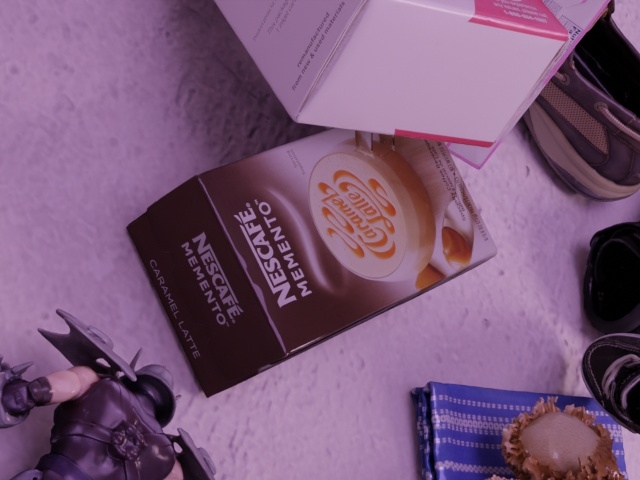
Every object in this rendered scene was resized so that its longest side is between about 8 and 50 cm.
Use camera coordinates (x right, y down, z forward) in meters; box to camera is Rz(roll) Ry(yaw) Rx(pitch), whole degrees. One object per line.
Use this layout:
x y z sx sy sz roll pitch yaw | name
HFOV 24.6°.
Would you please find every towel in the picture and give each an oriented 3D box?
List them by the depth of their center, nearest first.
0.186 0.279 1.158 0.243 0.040 0.336 10 65 -39 | towel

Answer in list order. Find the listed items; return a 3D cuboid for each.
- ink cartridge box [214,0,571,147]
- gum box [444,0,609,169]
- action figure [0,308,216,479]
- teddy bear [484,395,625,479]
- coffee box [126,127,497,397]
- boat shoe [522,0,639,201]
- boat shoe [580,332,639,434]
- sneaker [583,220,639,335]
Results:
0.023 -0.211 1.107 0.207 0.117 0.283 3 42 -40 | ink cartridge box
0.146 -0.166 1.199 0.062 0.188 0.107 29 17 -30 | gum box
-0.164 0.163 0.875 0.185 0.099 0.285 43 45 -8 | action figure
0.245 0.277 1.137 0.338 0.113 0.245 32 43 -20 | teddy bear
0.000 0.000 1.079 0.246 0.098 0.141 -24 86 -44 | coffee box
0.207 -0.197 1.319 0.355 0.130 0.132 46 48 -13 | boat shoe
0.266 0.120 1.173 0.070 0.219 0.078 32 92 -28 | boat shoe
0.327 -0.008 1.358 0.147 0.104 0.295 34 57 -31 | sneaker
